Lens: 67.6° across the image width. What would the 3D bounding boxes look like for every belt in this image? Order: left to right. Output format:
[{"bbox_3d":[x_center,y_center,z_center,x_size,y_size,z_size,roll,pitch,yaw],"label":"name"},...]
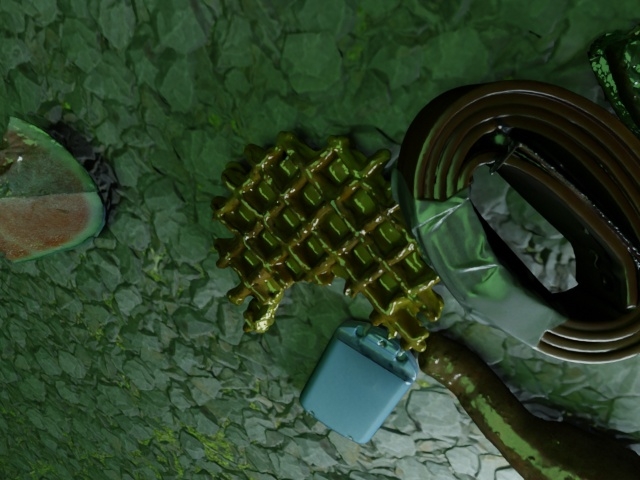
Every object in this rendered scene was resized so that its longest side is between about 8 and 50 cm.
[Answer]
[{"bbox_3d":[0.179,-0.014,0.411,0.261,0.105,0.184,40,102,-9],"label":"belt"}]

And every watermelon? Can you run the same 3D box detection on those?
[{"bbox_3d":[-0.388,-0.056,0.708,0.146,0.128,0.231,17,140,-14],"label":"watermelon"}]

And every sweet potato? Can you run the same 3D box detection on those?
[{"bbox_3d":[0.270,0.243,0.533,0.385,0.109,0.109,31,124,14],"label":"sweet potato"}]

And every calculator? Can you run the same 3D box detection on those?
[{"bbox_3d":[0.046,0.198,0.652,0.121,0.039,0.210,31,125,11],"label":"calculator"}]

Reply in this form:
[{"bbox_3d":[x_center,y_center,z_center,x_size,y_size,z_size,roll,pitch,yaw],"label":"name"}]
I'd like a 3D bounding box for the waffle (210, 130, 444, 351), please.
[{"bbox_3d":[0.000,0.000,0.559,0.293,0.069,0.259,3,112,24],"label":"waffle"}]

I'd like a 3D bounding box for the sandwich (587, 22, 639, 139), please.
[{"bbox_3d":[0.326,-0.094,0.341,0.235,0.079,0.159,48,125,-3],"label":"sandwich"}]
